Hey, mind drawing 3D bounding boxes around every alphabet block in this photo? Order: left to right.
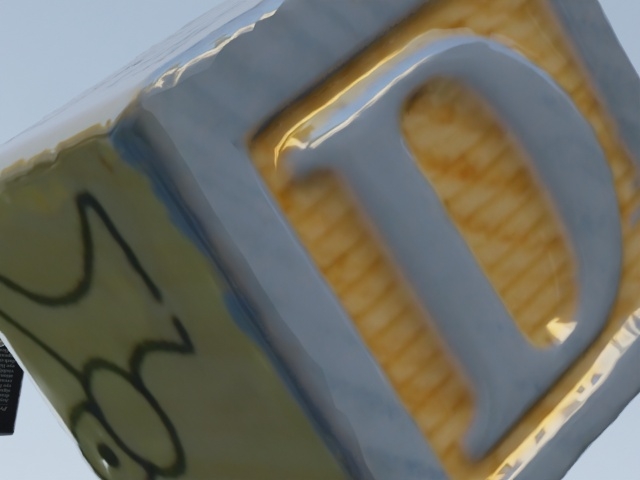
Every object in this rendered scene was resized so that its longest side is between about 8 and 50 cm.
[{"bbox_3d":[0.000,0.000,0.539,0.197,0.193,0.192,-13,-70,55],"label":"alphabet block"}]

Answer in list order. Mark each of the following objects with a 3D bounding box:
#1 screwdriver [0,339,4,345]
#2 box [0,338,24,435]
[{"bbox_3d":[-0.168,0.053,0.950,0.170,0.025,0.024,-22,-66,14],"label":"screwdriver"},{"bbox_3d":[-0.323,0.054,1.305,0.108,0.153,0.207,6,-56,-16],"label":"box"}]
